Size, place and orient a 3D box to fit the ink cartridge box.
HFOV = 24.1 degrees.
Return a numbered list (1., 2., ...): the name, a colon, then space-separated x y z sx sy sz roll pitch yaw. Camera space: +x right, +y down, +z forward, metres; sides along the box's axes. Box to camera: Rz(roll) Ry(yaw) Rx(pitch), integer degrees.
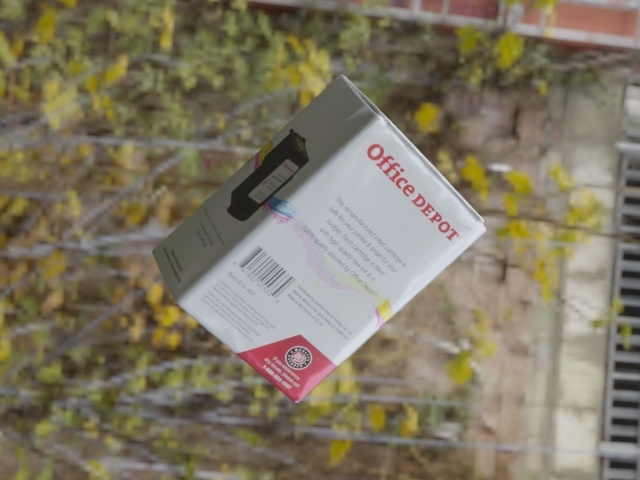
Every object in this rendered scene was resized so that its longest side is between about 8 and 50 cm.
1. ink cartridge box: 0.000 0.000 0.980 0.175 0.127 0.072 -43 -146 5
